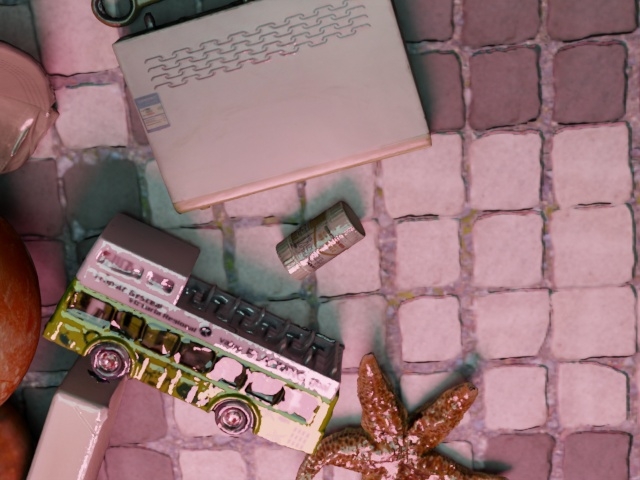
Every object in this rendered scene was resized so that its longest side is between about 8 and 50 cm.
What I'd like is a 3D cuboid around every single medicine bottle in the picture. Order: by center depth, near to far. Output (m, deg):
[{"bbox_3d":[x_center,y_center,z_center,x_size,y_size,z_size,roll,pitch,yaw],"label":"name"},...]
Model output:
[{"bbox_3d":[0.000,0.000,1.153,0.083,0.047,0.047,-34,102,14],"label":"medicine bottle"}]

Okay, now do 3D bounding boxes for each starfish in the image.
[{"bbox_3d":[0.087,0.232,1.214,0.236,0.062,0.277,-1,110,3],"label":"starfish"}]

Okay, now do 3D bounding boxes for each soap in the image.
[{"bbox_3d":[-0.263,0.220,1.211,0.064,0.121,0.183,20,108,-2],"label":"soap"}]

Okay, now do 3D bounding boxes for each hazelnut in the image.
[{"bbox_3d":[-0.384,0.239,1.217,0.150,0.150,0.150,2,108,5],"label":"hazelnut"}]

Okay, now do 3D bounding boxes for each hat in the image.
[{"bbox_3d":[-0.373,-0.137,1.068,0.214,0.245,0.149,25,88,-2],"label":"hat"}]

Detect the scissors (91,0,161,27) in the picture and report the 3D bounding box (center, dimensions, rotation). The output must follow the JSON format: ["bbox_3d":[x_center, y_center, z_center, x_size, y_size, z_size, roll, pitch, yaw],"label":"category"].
[{"bbox_3d":[-0.115,-0.252,1.098,0.220,0.017,0.088,-1,104,5],"label":"scissors"}]

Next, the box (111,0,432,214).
[{"bbox_3d":[-0.045,-0.150,1.105,0.270,0.045,0.210,-16,110,11],"label":"box"}]

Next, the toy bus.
[{"bbox_3d":[-0.118,0.098,1.167,0.302,0.113,0.139,26,108,-6],"label":"toy bus"}]

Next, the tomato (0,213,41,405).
[{"bbox_3d":[-0.413,0.067,1.095,0.270,0.223,0.270,-1,88,21],"label":"tomato"}]
